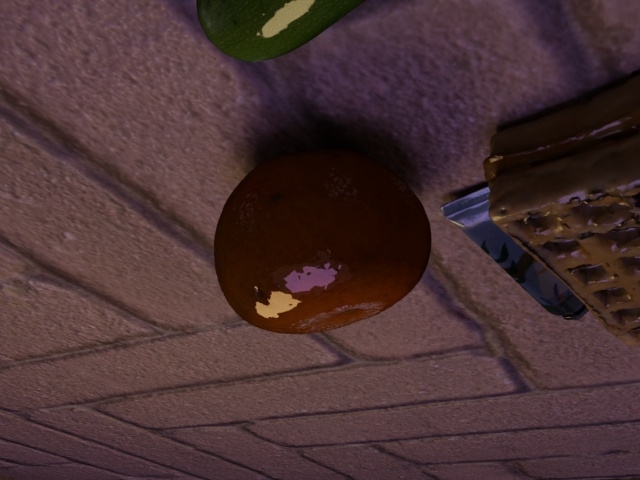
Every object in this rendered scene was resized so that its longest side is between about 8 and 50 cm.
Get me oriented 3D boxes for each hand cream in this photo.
[{"bbox_3d":[0.246,0.018,0.829,0.091,0.058,0.271,-21,137,32],"label":"hand cream"}]

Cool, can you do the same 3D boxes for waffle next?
[{"bbox_3d":[0.353,-0.016,0.697,0.260,0.114,0.376,-17,144,37],"label":"waffle"}]

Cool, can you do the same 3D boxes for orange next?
[{"bbox_3d":[0.000,0.000,0.711,0.223,0.170,0.224,-14,163,-4],"label":"orange"}]

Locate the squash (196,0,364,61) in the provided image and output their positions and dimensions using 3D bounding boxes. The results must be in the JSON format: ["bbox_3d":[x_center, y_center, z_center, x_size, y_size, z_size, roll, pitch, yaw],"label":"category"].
[{"bbox_3d":[0.044,-0.214,0.401,0.101,0.102,0.378,26,142,-33],"label":"squash"}]
